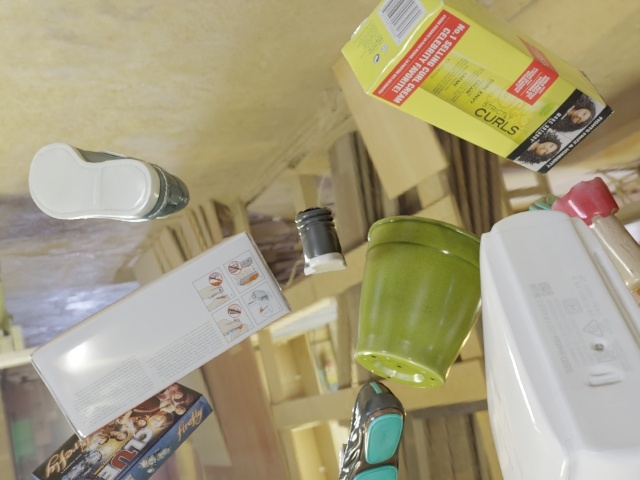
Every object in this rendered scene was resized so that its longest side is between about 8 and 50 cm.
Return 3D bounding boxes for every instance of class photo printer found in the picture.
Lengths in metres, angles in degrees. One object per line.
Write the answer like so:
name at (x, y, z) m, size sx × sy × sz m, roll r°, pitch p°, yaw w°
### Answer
photo printer at (0.216, 0.165, 0.611) m, size 0.107 × 0.256 × 0.307 m, roll -11°, pitch 131°, yaw 4°

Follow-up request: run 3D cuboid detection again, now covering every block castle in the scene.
block castle at (0.559, -0.051, 1.090) m, size 0.303 × 0.213 × 0.453 m, roll -38°, pitch 152°, yaw 17°

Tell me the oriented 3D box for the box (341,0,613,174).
box at (0.132, -0.126, 0.547) m, size 0.232 × 0.058 × 0.087 m, roll 16°, pitch 130°, yaw -40°

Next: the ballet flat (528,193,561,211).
ballet flat at (0.433, -0.033, 1.320) m, size 0.083 × 0.087 × 0.247 m, roll 29°, pitch -162°, yaw 16°

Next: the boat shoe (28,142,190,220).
boat shoe at (-0.336, -0.084, 1.072) m, size 0.319 × 0.116 × 0.099 m, roll 9°, pitch -178°, yaw 36°

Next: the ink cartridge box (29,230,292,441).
ink cartridge box at (-0.225, 0.120, 0.995) m, size 0.309 × 0.130 × 0.272 m, roll -31°, pitch -174°, yaw -13°

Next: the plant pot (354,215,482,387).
plant pot at (0.251, 0.181, 1.797) m, size 0.366 × 0.353 × 0.366 m, roll 17°, pitch 157°, yaw 7°

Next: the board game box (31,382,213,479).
board game box at (-0.312, 0.320, 1.099) m, size 0.165 × 0.042 × 0.243 m, roll 11°, pitch -137°, yaw 39°

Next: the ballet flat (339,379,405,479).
ballet flat at (0.079, 0.333, 1.094) m, size 0.095 × 0.096 × 0.280 m, roll -2°, pitch 124°, yaw -19°

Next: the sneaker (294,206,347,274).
sneaker at (0.000, 0.000, 1.639) m, size 0.104 × 0.147 × 0.296 m, roll -12°, pitch 171°, yaw -2°
